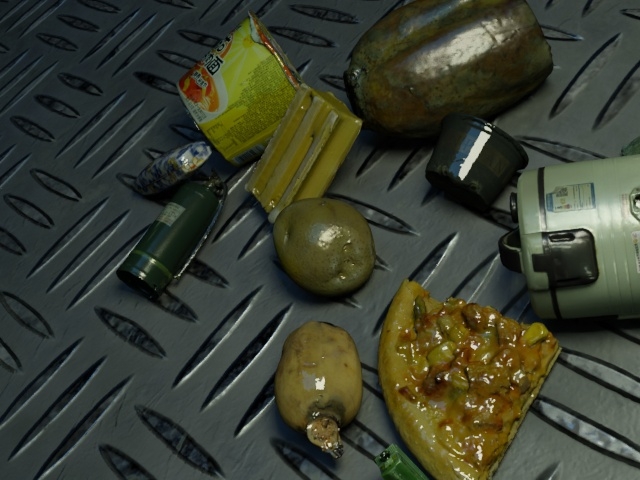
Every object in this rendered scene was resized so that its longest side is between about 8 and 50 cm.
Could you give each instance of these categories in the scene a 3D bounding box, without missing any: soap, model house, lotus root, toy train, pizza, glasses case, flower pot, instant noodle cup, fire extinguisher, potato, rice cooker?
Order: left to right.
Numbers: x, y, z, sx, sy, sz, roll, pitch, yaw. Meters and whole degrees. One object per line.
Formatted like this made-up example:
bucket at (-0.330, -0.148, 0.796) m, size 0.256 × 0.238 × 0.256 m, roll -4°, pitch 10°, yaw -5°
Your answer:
glasses case at (-0.288, -0.139, 1.584) m, size 0.087 × 0.065 × 0.248 m, roll -42°, pitch 14°, yaw -32°
fire extinguisher at (-0.254, -0.029, 1.521) m, size 0.118 × 0.093 × 0.294 m, roll 14°, pitch 58°, yaw 34°
instant noodle cup at (-0.137, -0.278, 1.579) m, size 0.200 × 0.264 × 0.264 m, roll -35°, pitch 45°, yaw 9°
soap at (-0.031, -0.147, 1.448) m, size 0.233 × 0.076 × 0.135 m, roll -58°, pitch 44°, yaw 19°
lotus root at (-0.002, 0.210, 1.180) m, size 0.125 × 0.118 × 0.220 m, roll -27°, pitch 40°, yaw 27°
potato at (0.000, 0.000, 1.348) m, size 0.157 × 0.157 × 0.194 m, roll -38°, pitch 33°, yaw -8°
toy train at (0.110, 0.308, 1.051) m, size 0.038 × 0.093 × 0.056 m, roll -42°, pitch 9°, yaw 5°
pizza at (0.162, 0.194, 1.139) m, size 0.258 × 0.087 × 0.268 m, roll 16°, pitch 63°, yaw 38°
lotus root at (0.211, -0.305, 1.426) m, size 0.346 × 0.250 × 0.250 m, roll -23°, pitch 46°, yaw 6°
flower pot at (0.242, -0.120, 1.323) m, size 0.157 × 0.157 × 0.106 m, roll 23°, pitch 78°, yaw 38°
rice cooker at (0.365, 0.001, 1.109) m, size 0.244 × 0.226 × 0.226 m, roll -4°, pitch 51°, yaw 19°
model house at (0.510, -0.126, 1.259) m, size 0.079 × 0.066 × 0.083 m, roll -23°, pitch 27°, yaw 22°
